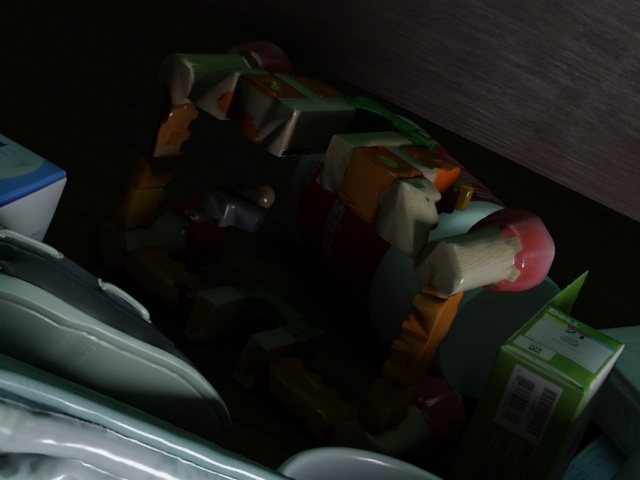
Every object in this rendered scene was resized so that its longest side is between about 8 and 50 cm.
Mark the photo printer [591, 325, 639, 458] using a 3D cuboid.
[{"bbox_3d":[0.501,0.190,1.572,0.307,0.107,0.256,-5,23,-15],"label":"photo printer"}]

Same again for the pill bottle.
[{"bbox_3d":[0.132,0.015,1.588,0.229,0.229,0.408,15,21,-33],"label":"pill bottle"}]

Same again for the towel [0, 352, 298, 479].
[{"bbox_3d":[-0.189,0.130,0.808,0.374,0.090,0.320,30,-13,-37],"label":"towel"}]

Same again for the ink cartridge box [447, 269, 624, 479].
[{"bbox_3d":[0.250,0.162,1.328,0.097,0.189,0.255,28,30,21],"label":"ink cartridge box"}]

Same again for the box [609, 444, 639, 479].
[{"bbox_3d":[0.362,0.274,1.221,0.119,0.181,0.182,29,35,1],"label":"box"}]

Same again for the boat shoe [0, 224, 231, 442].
[{"bbox_3d":[-0.185,0.082,1.031,0.302,0.114,0.091,44,23,-43],"label":"boat shoe"}]

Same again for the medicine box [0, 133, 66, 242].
[{"bbox_3d":[-0.420,-0.043,1.100,0.289,0.149,0.263,28,18,5],"label":"medicine box"}]

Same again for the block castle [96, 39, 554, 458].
[{"bbox_3d":[0.000,0.000,1.337,0.453,0.303,0.213,37,27,27],"label":"block castle"}]

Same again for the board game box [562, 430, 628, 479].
[{"bbox_3d":[0.347,0.300,1.439,0.145,0.027,0.281,33,19,21],"label":"board game box"}]

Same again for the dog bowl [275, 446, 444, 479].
[{"bbox_3d":[0.060,0.281,0.961,0.265,0.104,0.265,25,18,-8],"label":"dog bowl"}]
